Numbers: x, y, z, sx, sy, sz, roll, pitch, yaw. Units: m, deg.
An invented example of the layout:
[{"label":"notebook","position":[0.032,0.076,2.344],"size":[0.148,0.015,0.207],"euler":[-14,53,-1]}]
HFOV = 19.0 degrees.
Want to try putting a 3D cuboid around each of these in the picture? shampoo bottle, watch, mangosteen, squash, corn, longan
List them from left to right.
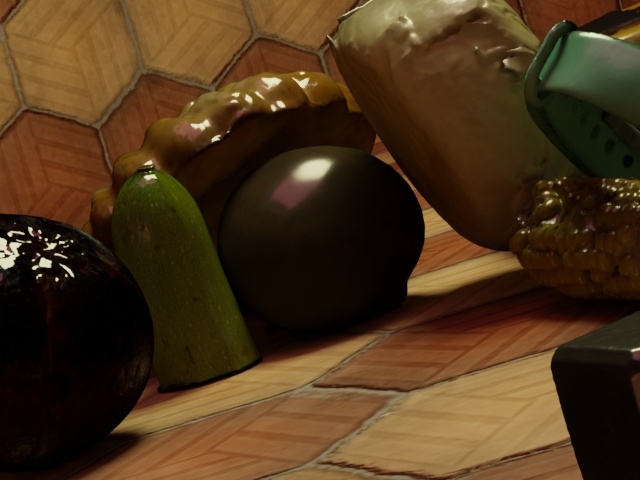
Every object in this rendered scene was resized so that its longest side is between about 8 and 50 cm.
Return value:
[{"label":"mangosteen","position":[-0.244,0.086,1.456],"size":[0.216,0.216,0.216],"euler":[-17,7,2]},{"label":"squash","position":[-0.124,0.027,1.617],"size":[0.095,0.188,0.095],"euler":[-19,7,2]},{"label":"longan","position":[0.000,0.000,1.672],"size":[0.189,0.189,0.189],"euler":[-17,7,2]},{"label":"corn","position":[0.228,0.000,1.350],"size":[0.097,0.097,0.320],"euler":[-20,8,-20]},{"label":"watch","position":[0.250,-0.073,1.387],"size":[0.195,0.237,0.068],"euler":[17,75,56]},{"label":"shampoo bottle","position":[0.236,0.051,0.949],"size":[0.246,0.080,0.079],"euler":[-21,9,-26]}]

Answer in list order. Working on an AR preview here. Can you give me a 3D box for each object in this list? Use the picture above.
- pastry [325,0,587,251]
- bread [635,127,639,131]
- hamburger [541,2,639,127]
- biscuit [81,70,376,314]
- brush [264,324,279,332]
[{"label":"pastry","position":[0.122,-0.113,1.584],"size":[0.133,0.265,0.265],"euler":[-37,8,-3]},{"label":"bread","position":[0.403,-0.096,1.480],"size":[0.077,0.138,0.361],"euler":[-24,9,-38]},{"label":"hamburger","position":[0.275,-0.117,1.795],"size":[0.300,0.176,0.300],"euler":[-23,6,3]},{"label":"biscuit","position":[-0.093,-0.037,1.797],"size":[0.325,0.107,0.326],"euler":[-33,-26,-18]},{"label":"brush","position":[-0.015,0.069,1.761],"size":[0.083,0.008,0.024],"euler":[-21,9,-24]}]
